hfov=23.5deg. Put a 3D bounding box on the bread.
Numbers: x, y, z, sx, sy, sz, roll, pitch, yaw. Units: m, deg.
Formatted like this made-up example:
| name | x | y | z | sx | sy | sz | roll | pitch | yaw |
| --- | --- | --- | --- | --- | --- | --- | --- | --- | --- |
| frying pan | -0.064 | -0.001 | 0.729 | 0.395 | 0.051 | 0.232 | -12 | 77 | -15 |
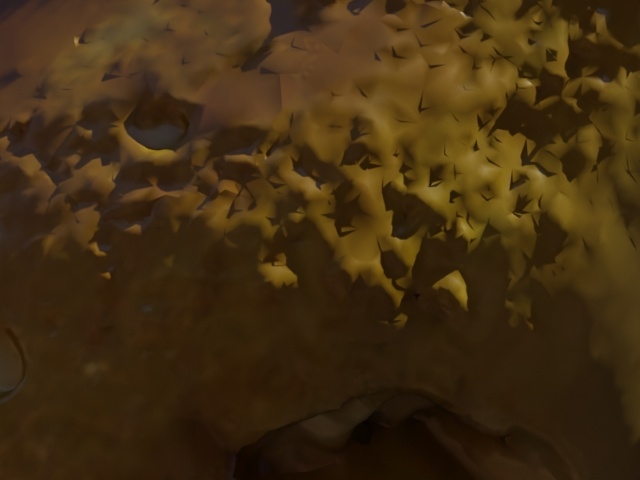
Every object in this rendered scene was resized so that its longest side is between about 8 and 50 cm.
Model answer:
| name | x | y | z | sx | sy | sz | roll | pitch | yaw |
| --- | --- | --- | --- | --- | --- | --- | --- | --- | --- |
| bread | -0.020 | 0.022 | 0.506 | 0.361 | 0.394 | 0.250 | 29 | -23 | 32 |
